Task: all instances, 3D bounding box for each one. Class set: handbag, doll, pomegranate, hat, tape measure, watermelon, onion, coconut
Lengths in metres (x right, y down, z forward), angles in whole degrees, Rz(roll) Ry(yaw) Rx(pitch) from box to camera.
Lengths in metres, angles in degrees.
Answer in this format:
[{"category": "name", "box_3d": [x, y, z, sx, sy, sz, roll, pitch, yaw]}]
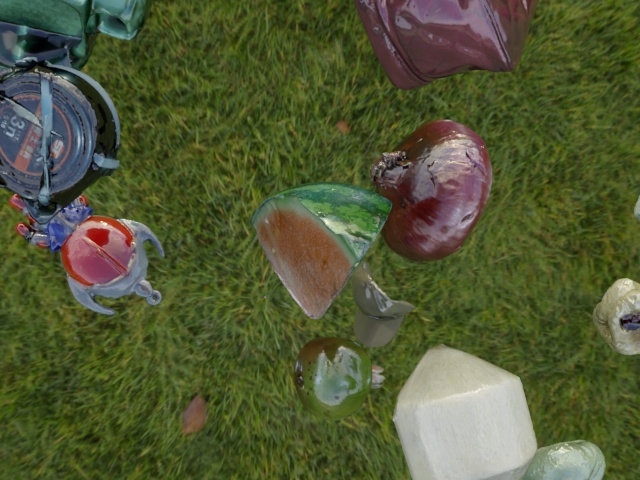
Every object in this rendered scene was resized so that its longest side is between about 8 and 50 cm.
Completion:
[{"category": "handbag", "box_3d": [0.127, -0.251, 0.753, 0.146, 0.135, 0.225, 54, 45, -35]}, {"category": "doll", "box_3d": [-0.253, 0.007, 0.869, 0.194, 0.062, 0.104, 40, 55, -4]}, {"category": "pomegranate", "box_3d": [0.047, 0.286, 1.657, 0.209, 0.180, 0.180, 7, 85, -28]}, {"category": "hat", "box_3d": [0.101, 0.156, 1.759, 0.166, 0.144, 0.173, 43, 109, 36]}, {"category": "tape measure", "box_3d": [-0.173, -0.063, 0.496, 0.091, 0.054, 0.094, 38, 107, -6]}, {"category": "watermelon", "box_3d": [-0.017, -0.026, 1.477, 0.222, 0.292, 0.319, 28, 47, 0]}, {"category": "onion", "box_3d": [0.227, -0.127, 1.820, 0.285, 0.347, 0.348, 21, 84, -26]}, {"category": "coconut", "box_3d": [0.251, 0.315, 1.405, 0.237, 0.237, 0.266, -17, 88, -5]}]

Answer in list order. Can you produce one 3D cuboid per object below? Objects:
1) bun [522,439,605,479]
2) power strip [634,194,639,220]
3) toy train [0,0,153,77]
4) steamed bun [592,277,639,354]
[{"category": "bun", "box_3d": [0.530, 0.514, 1.722, 0.195, 0.195, 0.118, -8, 57, -5]}, {"category": "power strip", "box_3d": [0.679, -0.003, 1.417, 0.270, 0.118, 0.046, 37, 70, -26]}, {"category": "toy train", "box_3d": [-0.274, -0.265, 0.638, 0.299, 0.167, 0.238, 16, 63, -9]}, {"category": "steamed bun", "box_3d": [0.751, 0.170, 1.915, 0.141, 0.172, 0.155, -14, 126, -2]}]
